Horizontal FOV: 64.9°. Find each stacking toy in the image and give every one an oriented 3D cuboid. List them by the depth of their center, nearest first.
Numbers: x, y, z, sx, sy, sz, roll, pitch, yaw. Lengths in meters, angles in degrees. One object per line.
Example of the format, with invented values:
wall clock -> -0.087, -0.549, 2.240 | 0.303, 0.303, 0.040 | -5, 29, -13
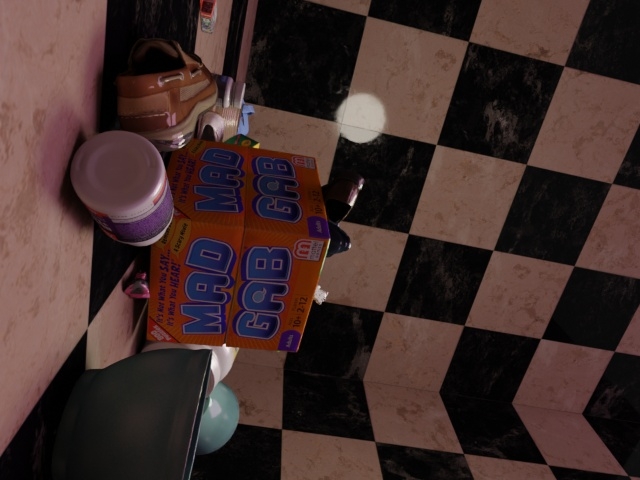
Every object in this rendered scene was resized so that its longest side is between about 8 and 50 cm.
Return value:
stacking toy -> -0.093, 0.196, 1.407 | 0.221, 0.052, 0.167 | -53, -148, -12

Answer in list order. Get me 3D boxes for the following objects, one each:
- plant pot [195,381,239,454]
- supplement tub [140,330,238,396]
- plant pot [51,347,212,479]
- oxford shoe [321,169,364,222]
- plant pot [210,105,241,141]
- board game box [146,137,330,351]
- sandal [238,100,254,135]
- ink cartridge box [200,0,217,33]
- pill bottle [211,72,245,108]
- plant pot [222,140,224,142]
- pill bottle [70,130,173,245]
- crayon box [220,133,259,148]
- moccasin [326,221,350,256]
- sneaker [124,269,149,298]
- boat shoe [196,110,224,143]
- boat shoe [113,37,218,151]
plant pot -> -0.477, 0.636, 1.908 | 0.235, 0.293, 0.293 | 80, 13, -57
supplement tub -> -0.331, 0.247, 1.385 | 0.331, 0.241, 0.241 | -73, 178, -58
plant pot -> -0.299, 0.309, 0.810 | 0.293, 0.196, 0.293 | -170, -90, -82
oxford shoe -> 0.028, -0.083, 1.198 | 0.227, 0.082, 0.096 | 127, -15, -70
plant pot -> -0.332, -0.430, 1.729 | 0.237, 0.109, 0.237 | -169, -90, -81
board game box -> -0.204, 0.007, 1.228 | 0.356, 0.356, 0.357 | -98, -161, -53
sandal -> -0.327, -0.438, 1.917 | 0.126, 0.138, 0.317 | -6, -115, 40
ink cartridge box -> -0.279, -0.579, 1.256 | 0.115, 0.029, 0.063 | 126, -26, -72
pill bottle -> -0.262, -0.378, 1.264 | 0.078, 0.137, 0.078 | -170, -90, -82
plant pot -> -0.350, -0.276, 1.685 | 0.096, 0.109, 0.109 | 86, -14, -51
pill bottle -> -0.258, -0.057, 0.685 | 0.193, 0.108, 0.108 | 121, -22, -70
crayon box -> -0.300, -0.193, 1.509 | 0.278, 0.081, 0.165 | -45, 158, -49
moccasin -> 0.000, 0.000, 1.418 | 0.342, 0.116, 0.138 | -128, -133, -73
sneaker -> -0.366, 0.084, 1.015 | 0.119, 0.047, 0.057 | 143, -48, -67
boat shoe -> -0.353, -0.257, 1.567 | 0.096, 0.098, 0.277 | -84, -178, -55
boat shoe -> -0.231, -0.248, 0.772 | 0.324, 0.122, 0.120 | -99, -176, -56
